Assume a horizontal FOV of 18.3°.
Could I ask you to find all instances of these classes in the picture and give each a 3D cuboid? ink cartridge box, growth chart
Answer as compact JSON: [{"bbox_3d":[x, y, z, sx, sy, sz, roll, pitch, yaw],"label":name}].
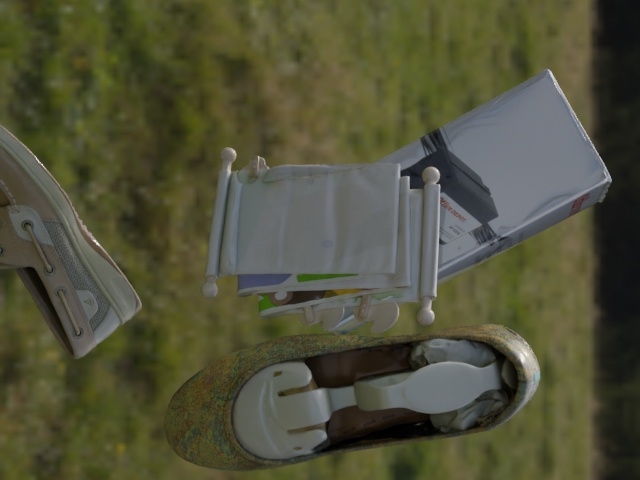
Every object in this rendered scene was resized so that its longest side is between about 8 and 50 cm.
[{"bbox_3d":[0.120,-0.031,1.974,0.129,0.307,0.223,62,2,7],"label":"ink cartridge box"},{"bbox_3d":[0.000,0.000,1.778,0.021,0.237,0.172,49,49,-61],"label":"growth chart"}]

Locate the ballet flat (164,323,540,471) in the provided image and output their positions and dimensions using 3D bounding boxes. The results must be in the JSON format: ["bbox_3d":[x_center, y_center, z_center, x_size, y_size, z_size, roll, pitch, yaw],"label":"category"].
[{"bbox_3d":[0.029,0.141,1.792,0.123,0.348,0.123,171,-90,-89],"label":"ballet flat"}]

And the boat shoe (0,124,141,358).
[{"bbox_3d":[-0.300,-0.010,1.991,0.098,0.109,0.302,-43,118,-16],"label":"boat shoe"}]
